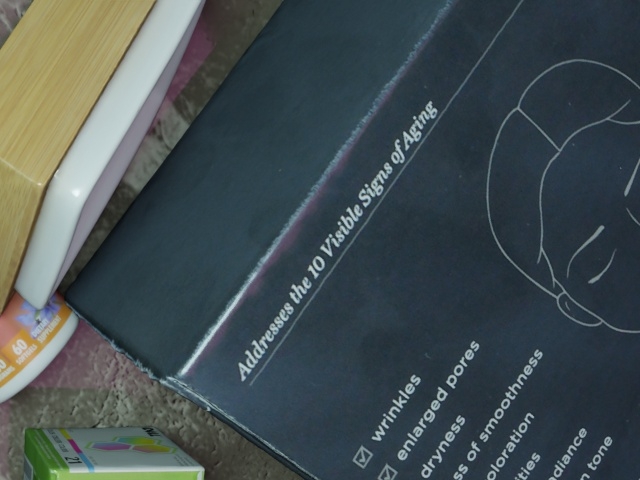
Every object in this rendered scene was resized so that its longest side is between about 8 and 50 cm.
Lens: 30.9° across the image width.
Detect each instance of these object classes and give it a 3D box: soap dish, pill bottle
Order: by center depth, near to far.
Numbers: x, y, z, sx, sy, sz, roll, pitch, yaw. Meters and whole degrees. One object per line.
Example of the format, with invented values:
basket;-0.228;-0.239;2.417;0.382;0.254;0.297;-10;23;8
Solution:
soap dish;-0.205;-0.107;0.945;0.118;0.229;0.290;27;56;-8
pill bottle;-0.326;0.034;1.015;0.121;0.121;0.216;-46;107;-11

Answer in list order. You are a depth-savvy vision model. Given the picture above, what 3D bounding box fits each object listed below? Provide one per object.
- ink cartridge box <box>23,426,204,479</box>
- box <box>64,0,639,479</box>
ink cartridge box;-0.133;0.233;1.063;0.255;0.189;0.097;2;91;-21
box;0.123;0.019;1.049;0.472;0.297;0.480;41;80;-29
